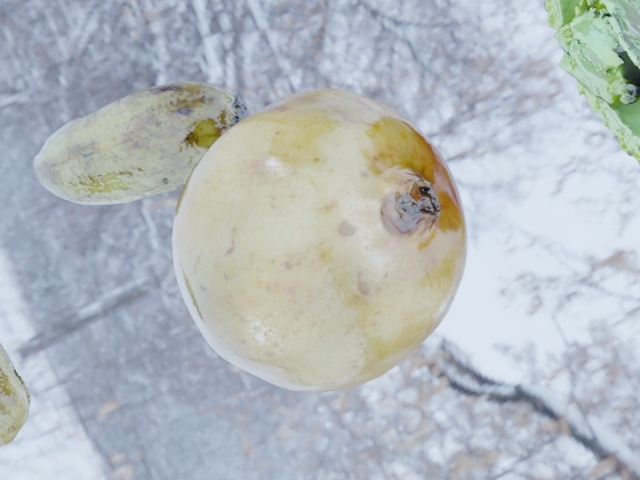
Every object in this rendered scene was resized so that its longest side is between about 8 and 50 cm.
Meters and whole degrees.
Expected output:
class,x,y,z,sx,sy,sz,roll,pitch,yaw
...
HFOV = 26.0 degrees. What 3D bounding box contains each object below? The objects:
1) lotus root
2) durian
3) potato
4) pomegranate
class,x,y,z,sx,sy,sz,roll,pitch,yaw
lotus root,-0.193,-0.097,1.464,0.097,0.258,0.110,-21,94,-65
durian,0.266,-0.186,1.151,0.169,0.157,0.355,33,24,-57
potato,-0.375,0.142,1.471,0.170,0.080,0.107,45,-59,19
pomegranate,0.000,0.000,1.184,0.264,0.264,0.264,62,-10,19
